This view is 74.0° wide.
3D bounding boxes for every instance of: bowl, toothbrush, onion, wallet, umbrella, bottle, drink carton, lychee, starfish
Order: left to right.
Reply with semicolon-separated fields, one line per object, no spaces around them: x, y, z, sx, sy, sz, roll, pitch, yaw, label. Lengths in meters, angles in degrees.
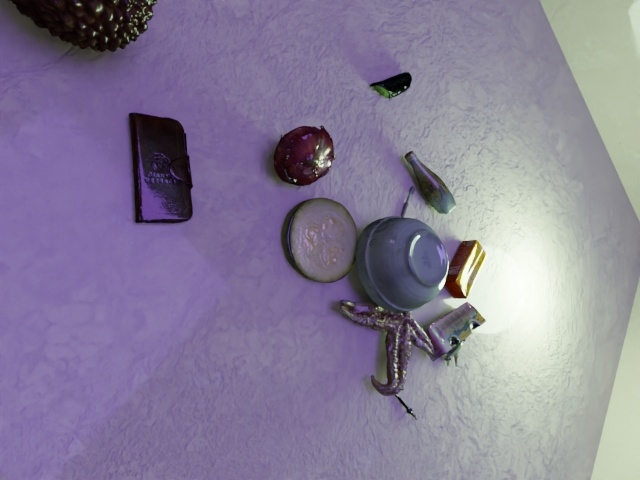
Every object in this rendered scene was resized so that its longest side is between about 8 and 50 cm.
-0.464;-0.533;0.800;0.306;0.306;0.330;-48;121;-31;lychee
-0.369;-0.167;0.994;0.137;0.031;0.255;-3;85;-37;wallet
-0.056;-0.244;1.177;0.184;0.184;0.147;-17;51;-37;onion
0.200;0.237;1.329;0.324;0.082;0.432;-24;94;-34;starfish
0.298;-0.113;1.493;0.017;0.014;0.194;38;63;-27;toothbrush
0.276;0.538;1.381;0.149;0.022;0.022;49;16;-21;umbrella
0.270;0.063;1.290;0.307;0.163;0.307;9;75;-33;bowl
0.393;-0.211;1.533;0.269;0.083;0.083;48;59;-21;bottle
0.548;0.107;1.612;0.096;0.071;0.223;49;60;-21;drink carton

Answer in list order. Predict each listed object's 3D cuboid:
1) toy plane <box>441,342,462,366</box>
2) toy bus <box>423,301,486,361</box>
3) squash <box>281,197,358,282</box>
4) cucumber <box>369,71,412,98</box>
0.477;0.401;1.536;0.111;0.040;0.102;-39;108;-34;toy plane
0.464;0.318;1.497;0.274;0.090;0.112;-20;66;-38;toy bus
0.000;0.000;1.240;0.252;0.049;0.252;4;83;-35;squash
0.262;-0.549;1.513;0.220;0.046;0.070;-32;111;-36;cucumber
